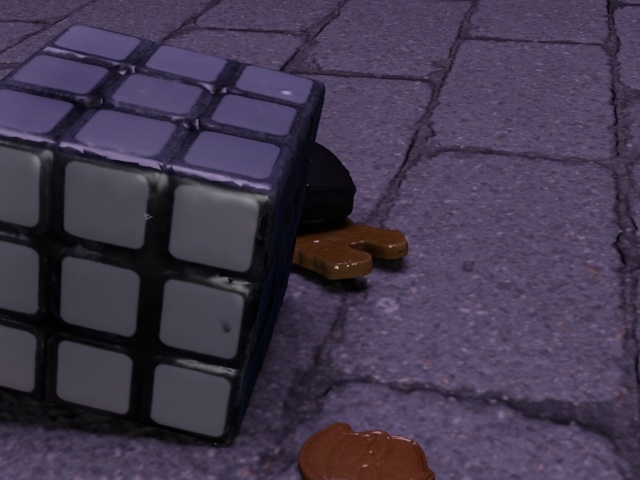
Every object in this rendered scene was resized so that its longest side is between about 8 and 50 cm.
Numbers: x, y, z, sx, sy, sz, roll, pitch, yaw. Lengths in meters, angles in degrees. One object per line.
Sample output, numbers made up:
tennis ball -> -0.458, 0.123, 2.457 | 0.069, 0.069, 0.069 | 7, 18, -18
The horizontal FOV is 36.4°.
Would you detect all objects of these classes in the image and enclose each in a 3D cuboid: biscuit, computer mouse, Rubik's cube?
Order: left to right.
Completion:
Rubik's cube -> -0.180, -0.020, 1.016 | 0.304, 0.300, 0.305 | 12, 29, 1
computer mouse -> -0.054, -0.096, 1.380 | 0.170, 0.100, 0.269 | -6, 16, -11
biscuit -> -0.003, 0.001, 1.298 | 0.236, 0.040, 0.144 | 15, 23, 42
biscuit -> 0.043, 0.211, 0.913 | 0.131, 0.019, 0.102 | 13, 32, 25
